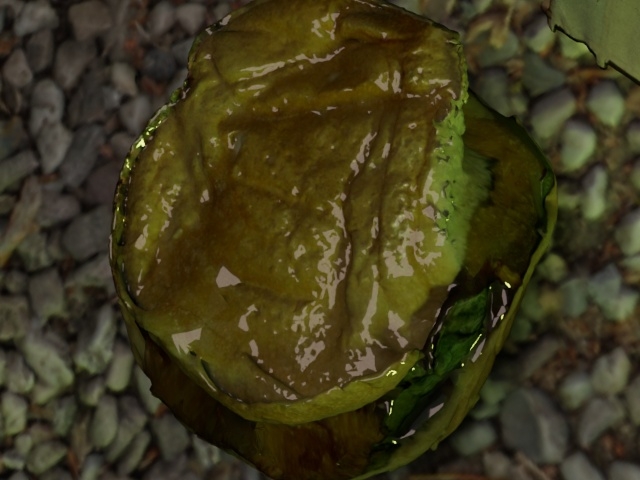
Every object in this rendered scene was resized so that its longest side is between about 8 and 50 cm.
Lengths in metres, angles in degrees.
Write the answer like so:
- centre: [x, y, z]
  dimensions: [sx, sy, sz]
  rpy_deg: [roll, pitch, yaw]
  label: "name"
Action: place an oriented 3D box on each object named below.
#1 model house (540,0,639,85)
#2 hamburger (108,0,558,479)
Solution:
- centre: [0.240, -0.226, 0.948]
  dimensions: [0.206, 0.271, 0.178]
  rpy_deg: [-34, 55, -24]
  label: "model house"
- centre: [0.002, 0.000, 1.037]
  dimensions: [0.265, 0.134, 0.285]
  rpy_deg: [28, 85, 36]
  label: "hamburger"
